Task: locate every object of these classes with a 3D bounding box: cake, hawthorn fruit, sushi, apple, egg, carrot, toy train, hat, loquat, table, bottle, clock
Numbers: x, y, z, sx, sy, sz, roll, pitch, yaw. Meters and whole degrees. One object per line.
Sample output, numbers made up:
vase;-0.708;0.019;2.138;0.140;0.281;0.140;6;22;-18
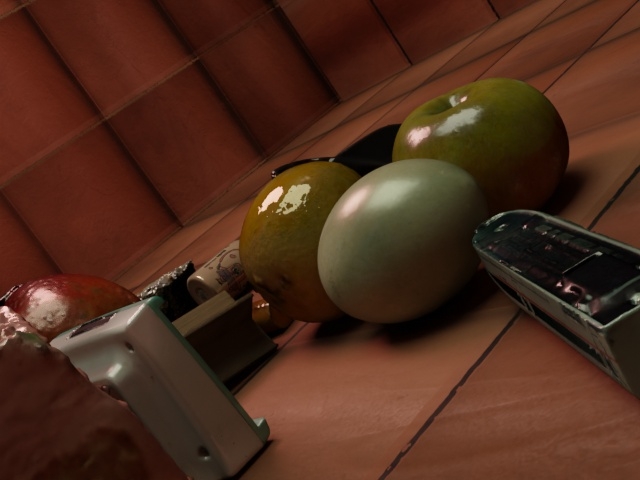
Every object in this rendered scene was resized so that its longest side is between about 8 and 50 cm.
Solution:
cake;-0.302;0.251;0.892;0.293;0.307;0.314;-46;17;-21
hawthorn fruit;-0.412;0.190;1.527;0.316;0.316;0.316;-33;12;8
sushi;-0.321;0.134;1.930;0.136;0.126;0.225;-31;11;19
apple;0.218;-0.114;1.264;0.261;0.194;0.261;-26;16;8
egg;0.101;0.002;1.126;0.253;0.186;0.186;-46;2;41
carrot;-0.145;0.148;1.532;0.225;0.067;0.067;-23;16;36
toy train;0.234;0.042;0.853;0.086;0.088;0.407;-31;12;0
hat;0.093;-0.057;1.558;0.336;0.209;0.238;-21;26;-24
loquat;0.000;0.000;1.325;0.244;0.244;0.244;-33;12;8
table;-0.192;0.174;1.379;0.227;0.167;0.167;-32;9;-26
bottle;-0.174;0.060;1.908;0.209;0.097;0.110;-41;-25;-35
clock;-0.225;0.205;1.124;0.262;0.231;0.116;-21;21;46
